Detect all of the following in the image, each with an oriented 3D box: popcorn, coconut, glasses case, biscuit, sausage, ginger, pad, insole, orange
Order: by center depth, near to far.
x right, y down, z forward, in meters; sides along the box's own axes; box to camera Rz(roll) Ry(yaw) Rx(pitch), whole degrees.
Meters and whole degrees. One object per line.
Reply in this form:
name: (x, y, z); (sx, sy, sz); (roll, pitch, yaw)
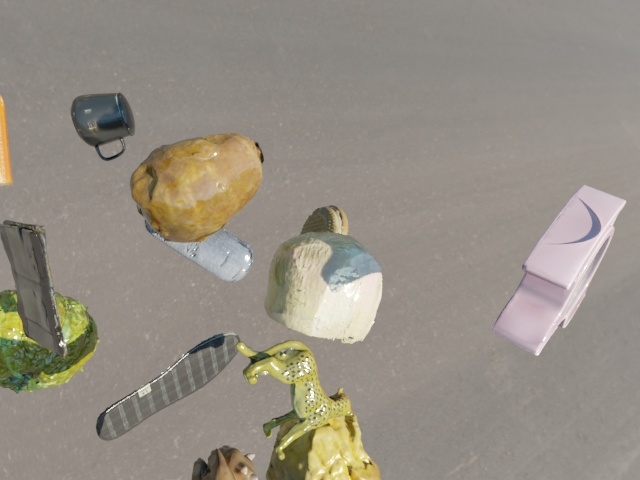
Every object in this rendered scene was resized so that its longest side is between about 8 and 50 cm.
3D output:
pad: (-0.509, 0.082, 0.829); (0.022, 0.174, 0.233); (-19, 112, -50)
insole: (-0.284, 0.278, 0.918); (0.309, 0.110, 0.012); (-27, 39, -36)
popcorn: (0.004, 0.460, 0.947); (0.190, 0.250, 0.250); (9, 59, -41)
ginger: (-0.263, -0.107, 0.994); (0.269, 0.200, 0.223); (-1, 63, 18)
sausage: (-0.728, -0.237, 1.032); (0.071, 0.071, 0.234); (-6, 91, -34)
glasses case: (-0.291, -0.002, 1.138); (0.282, 0.067, 0.109); (33, 94, -1)
orange: (-0.696, 0.244, 1.140); (0.300, 0.301, 0.223); (18, 50, -33)
coconut: (0.011, 0.103, 1.179); (0.297, 0.297, 0.254); (20, 87, -21)
biscuit: (0.000, 0.000, 1.573); (0.079, 0.259, 0.259); (20, 55, -30)

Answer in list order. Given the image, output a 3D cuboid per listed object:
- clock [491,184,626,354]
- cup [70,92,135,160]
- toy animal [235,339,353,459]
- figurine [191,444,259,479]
clock: (0.406, 0.088, 0.823); (0.080, 0.275, 0.290); (30, 57, 33)
cup: (-0.721, -0.387, 1.591); (0.176, 0.169, 0.223); (-16, 111, -10)
toy animal: (-0.034, 0.205, 0.680); (0.136, 0.073, 0.181); (-23, 101, -20)
figurine: (-0.248, 0.688, 1.282); (0.173, 0.177, 0.247); (38, 5, -33)
